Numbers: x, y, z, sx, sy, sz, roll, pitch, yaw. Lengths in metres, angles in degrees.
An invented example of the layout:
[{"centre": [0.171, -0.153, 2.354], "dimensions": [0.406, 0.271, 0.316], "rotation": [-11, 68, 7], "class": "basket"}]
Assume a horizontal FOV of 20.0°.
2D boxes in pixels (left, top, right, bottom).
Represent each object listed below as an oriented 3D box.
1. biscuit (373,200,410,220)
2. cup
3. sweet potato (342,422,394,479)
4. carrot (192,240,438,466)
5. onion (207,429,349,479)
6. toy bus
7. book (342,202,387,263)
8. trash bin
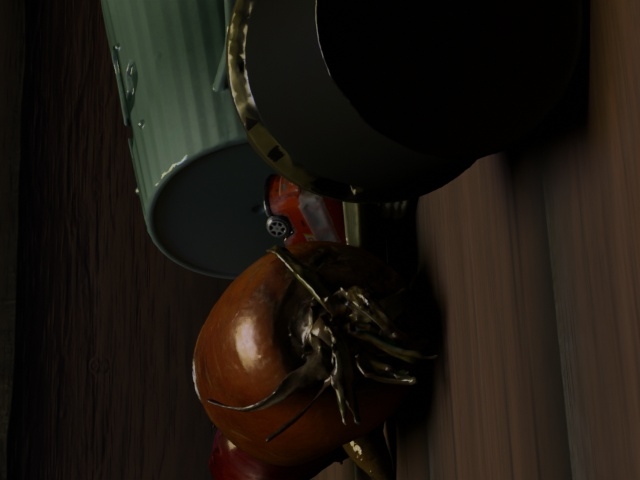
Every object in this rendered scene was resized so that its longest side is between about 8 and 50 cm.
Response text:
[{"centre": [0.072, -0.132, 1.781], "dimensions": [0.121, 0.041, 0.199], "rotation": [96, 173, -55], "class": "biscuit"}, {"centre": [-0.111, -0.206, 2.121], "dimensions": [0.401, 0.310, 0.392], "rotation": [53, -159, -48], "class": "cup"}, {"centre": [0.045, 0.151, 1.927], "dimensions": [0.069, 0.059, 0.249], "rotation": [-44, 38, 53], "class": "sweet potato"}, {"centre": [-0.012, 0.101, 1.717], "dimensions": [0.331, 0.214, 0.193], "rotation": [-36, 64, 61], "class": "carrot"}, {"centre": [-0.036, 0.193, 2.096], "dimensions": [0.248, 0.161, 0.248], "rotation": [13, -90, -79], "class": "onion"}, {"centre": [0.000, 0.000, 1.983], "dimensions": [0.079, 0.077, 0.174], "rotation": [-73, -36, -55], "class": "toy bus"}, {"centre": [0.044, -0.083, 1.875], "dimensions": [0.215, 0.025, 0.282], "rotation": [65, -160, -64], "class": "book"}, {"centre": [0.045, -0.133, 1.259], "dimensions": [0.334, 0.214, 0.214], "rotation": [175, 96, -81], "class": "trash bin"}]
